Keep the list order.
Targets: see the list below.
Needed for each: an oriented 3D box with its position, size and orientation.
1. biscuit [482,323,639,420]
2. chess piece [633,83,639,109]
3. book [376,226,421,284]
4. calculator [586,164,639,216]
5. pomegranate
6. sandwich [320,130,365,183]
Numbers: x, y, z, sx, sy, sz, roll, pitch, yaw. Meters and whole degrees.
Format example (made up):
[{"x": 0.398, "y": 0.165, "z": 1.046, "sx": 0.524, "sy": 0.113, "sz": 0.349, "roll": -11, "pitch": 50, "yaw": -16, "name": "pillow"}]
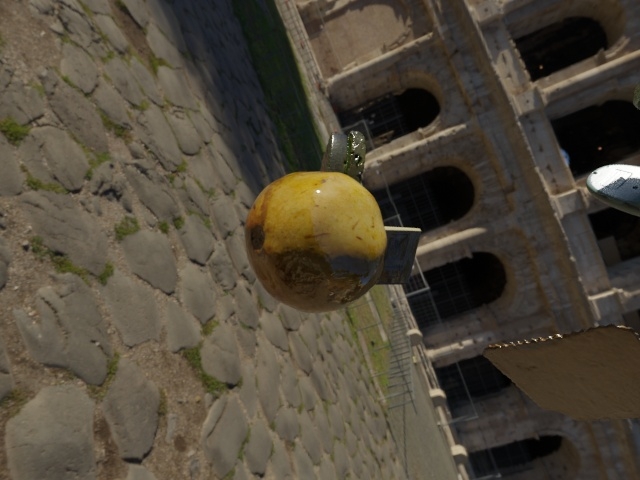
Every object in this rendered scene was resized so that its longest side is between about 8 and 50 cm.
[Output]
[{"x": 0.419, "y": 0.221, "z": 0.655, "sx": 0.237, "sy": 0.232, "sz": 0.013, "roll": 42, "pitch": 49, "yaw": -15, "name": "biscuit"}, {"x": 0.999, "y": -0.508, "z": 1.131, "sx": 0.176, "sy": 0.176, "sz": 0.298, "roll": 8, "pitch": 100, "yaw": -77, "name": "chess piece"}, {"x": 0.269, "y": 0.060, "z": 1.516, "sx": 0.026, "sy": 0.161, "sz": 0.231, "roll": -110, "pitch": -155, "yaw": -61, "name": "book"}, {"x": 0.973, "y": -0.152, "z": 1.255, "sx": 0.299, "sy": 0.185, "sz": 0.041, "roll": 39, "pitch": -18, "yaw": 46, "name": "calculator"}, {"x": 0.000, "y": 0.000, "z": 0.741, "sx": 0.264, "sy": 0.264, "sz": 0.264, "roll": -21, "pitch": 90, "yaw": -79, "name": "pomegranate"}, {"x": 0.050, "y": -0.193, "z": 1.239, "sx": 0.212, "sy": 0.109, "sz": 0.292, "roll": -161, "pitch": -94, "yaw": -75, "name": "sandwich"}]
